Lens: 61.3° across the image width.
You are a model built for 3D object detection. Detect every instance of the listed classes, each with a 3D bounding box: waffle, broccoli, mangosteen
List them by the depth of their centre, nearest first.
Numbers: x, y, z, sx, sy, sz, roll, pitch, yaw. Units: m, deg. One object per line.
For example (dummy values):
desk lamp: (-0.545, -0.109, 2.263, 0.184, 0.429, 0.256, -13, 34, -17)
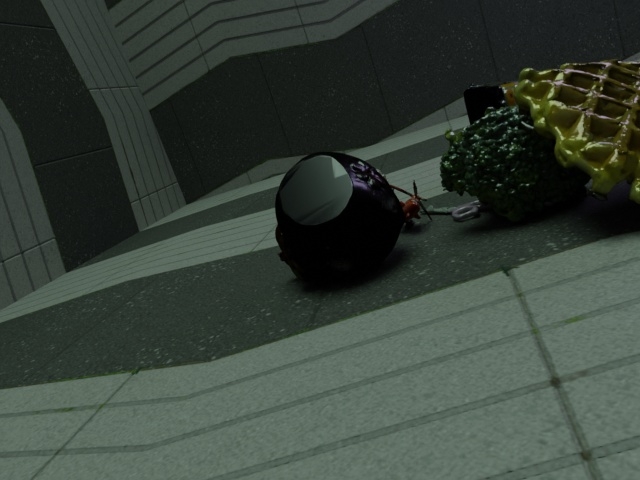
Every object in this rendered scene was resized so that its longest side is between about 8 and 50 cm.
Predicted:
waffle: (0.541, -0.199, 0.914, 0.379, 0.095, 0.382, -10, 47, -17)
mangosteen: (0.017, -0.039, 1.095, 0.287, 0.288, 0.233, -14, -25, 20)
broccoli: (0.386, -0.159, 1.100, 0.248, 0.288, 0.245, -59, 9, -4)

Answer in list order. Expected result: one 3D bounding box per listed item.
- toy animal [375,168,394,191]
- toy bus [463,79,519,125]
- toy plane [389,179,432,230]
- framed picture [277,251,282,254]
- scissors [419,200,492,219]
toy animal: (0.172, -0.175, 1.641, 0.085, 0.124, 0.071, -12, 20, 35)
toy bus: (0.505, -0.351, 1.433, 0.162, 0.171, 0.386, -15, 13, 8)
toy plane: (0.186, -0.073, 1.276, 0.077, 0.126, 0.194, -53, 25, -14)
framed picture: (0.000, 0.000, 1.424, 0.200, 0.010, 0.136, -25, 15, -26)
scissors: (0.305, -0.074, 1.267, 0.110, 0.021, 0.212, -24, 16, -28)
